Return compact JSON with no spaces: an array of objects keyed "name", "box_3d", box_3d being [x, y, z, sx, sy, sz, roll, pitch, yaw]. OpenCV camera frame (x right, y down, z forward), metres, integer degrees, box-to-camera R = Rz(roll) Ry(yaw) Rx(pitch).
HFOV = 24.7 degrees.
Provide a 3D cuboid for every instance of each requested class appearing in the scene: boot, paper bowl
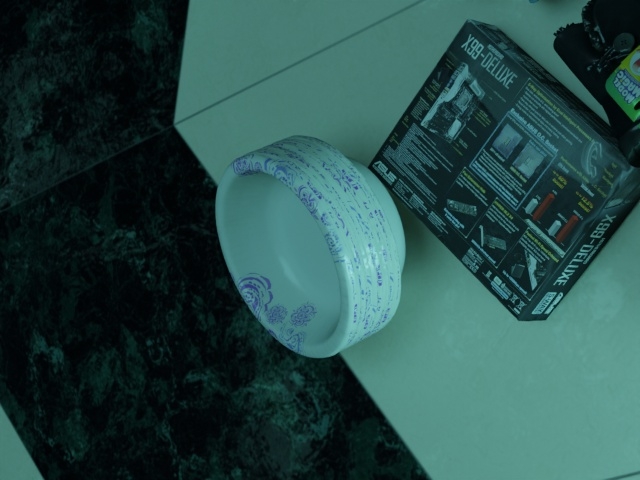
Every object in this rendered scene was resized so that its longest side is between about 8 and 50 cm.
[{"name":"boot","box_3d":[0.405,-0.228,1.676,0.246,0.094,0.207,-34,59,19]},{"name":"paper bowl","box_3d":[0.000,0.000,1.920,0.284,0.148,0.284,32,135,40]}]

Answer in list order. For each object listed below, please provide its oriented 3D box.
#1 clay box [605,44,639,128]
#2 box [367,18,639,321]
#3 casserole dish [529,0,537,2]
[{"name":"clay box","box_3d":[0.424,-0.198,1.561,0.222,0.053,0.127,-44,52,16]},{"name":"box","box_3d":[0.231,-0.089,1.823,0.307,0.076,0.242,46,115,29]},{"name":"casserole dish","box_3d":[0.284,-0.382,1.785,0.114,0.037,0.188,-165,81,-80]}]
